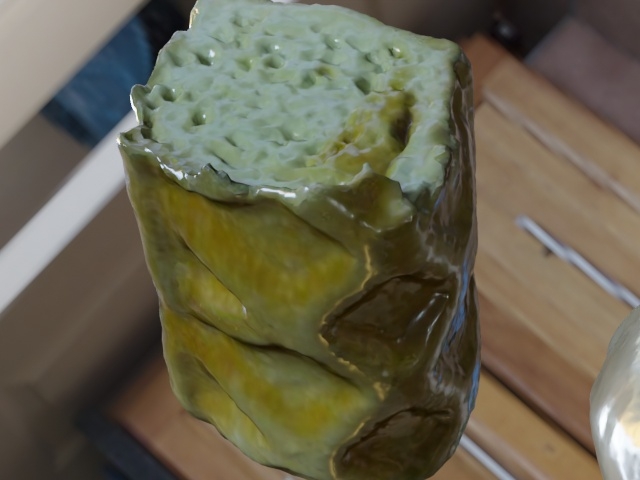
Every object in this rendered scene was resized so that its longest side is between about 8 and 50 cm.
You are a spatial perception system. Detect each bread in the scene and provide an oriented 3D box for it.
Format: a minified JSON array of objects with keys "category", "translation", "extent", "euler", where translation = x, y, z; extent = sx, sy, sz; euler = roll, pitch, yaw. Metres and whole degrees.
[{"category":"bread","translation":[-0.005,-0.002,1.049],"extent":[0.238,0.196,0.252],"euler":[-84,-12,-50]}]

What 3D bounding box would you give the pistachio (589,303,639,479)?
[{"category":"pistachio","translation":[0.183,0.096,0.709],"extent":[0.126,0.152,0.223],"euler":[6,-166,-22]}]
